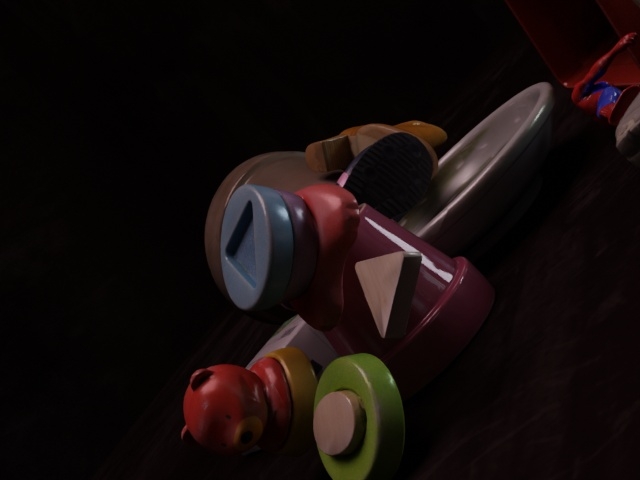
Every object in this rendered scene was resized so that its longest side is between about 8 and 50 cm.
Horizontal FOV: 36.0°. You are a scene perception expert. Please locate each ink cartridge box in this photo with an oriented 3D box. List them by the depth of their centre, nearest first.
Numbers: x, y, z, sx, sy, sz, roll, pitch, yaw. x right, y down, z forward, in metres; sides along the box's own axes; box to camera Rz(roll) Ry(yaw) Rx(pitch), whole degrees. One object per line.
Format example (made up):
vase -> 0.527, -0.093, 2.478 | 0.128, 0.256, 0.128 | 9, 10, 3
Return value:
ink cartridge box -> -0.057, 0.207, 1.479 | 0.219, 0.092, 0.160 | -49, 6, -30

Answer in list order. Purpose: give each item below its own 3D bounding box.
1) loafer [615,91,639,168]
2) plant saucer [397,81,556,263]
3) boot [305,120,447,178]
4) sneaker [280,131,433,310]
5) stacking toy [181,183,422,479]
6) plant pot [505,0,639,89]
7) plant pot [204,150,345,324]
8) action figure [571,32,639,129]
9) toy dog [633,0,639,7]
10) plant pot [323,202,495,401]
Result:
loafer -> 0.380, -0.163, 0.854 | 0.111, 0.112, 0.319 | -59, 11, -30
plant saucer -> 0.202, -0.049, 1.390 | 0.400, 0.100, 0.400 | -44, 5, 5
boot -> 0.138, -0.153, 1.588 | 0.211, 0.104, 0.295 | -17, 16, -37
sneaker -> 0.037, -0.029, 1.367 | 0.319, 0.112, 0.131 | -48, 9, -33
stacking toy -> -0.037, 0.100, 0.978 | 0.279, 0.130, 0.309 | 23, 109, 60
plant pot -> 0.422, -0.393, 1.401 | 0.235, 0.267, 0.267 | -38, 13, -4
plant pot -> 0.000, 0.000, 1.717 | 0.323, 0.323, 0.280 | -48, 24, -21
action figure -> 0.377, -0.186, 1.165 | 0.139, 0.091, 0.280 | -51, 5, 11
toy dog -> 0.344, -0.169, 0.346 | 0.408, 0.284, 0.395 | -44, 23, 7
plant pot -> 0.070, 0.064, 1.143 | 0.201, 0.180, 0.201 | -46, 6, 6
